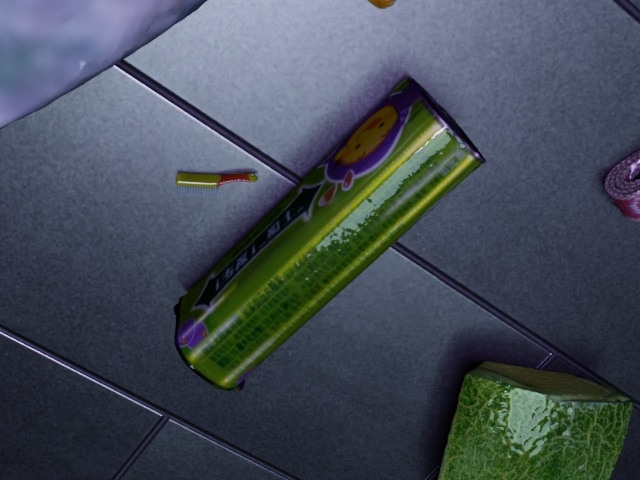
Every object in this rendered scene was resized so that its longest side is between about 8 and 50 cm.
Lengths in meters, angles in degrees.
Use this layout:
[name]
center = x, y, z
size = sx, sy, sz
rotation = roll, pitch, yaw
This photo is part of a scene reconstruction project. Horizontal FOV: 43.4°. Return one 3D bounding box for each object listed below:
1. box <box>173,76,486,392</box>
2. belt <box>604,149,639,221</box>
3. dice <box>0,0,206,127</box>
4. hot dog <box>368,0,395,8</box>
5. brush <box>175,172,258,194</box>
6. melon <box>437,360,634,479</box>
[box]
center = 0.000, 0.000, 0.798
size = 0.345, 0.134, 0.097
rotation = -43, 114, 15
[belt]
center = 0.399, -0.105, 0.816
size = 0.232, 0.071, 0.053
rotation = -34, 121, 16
[dice]
center = -0.257, -0.261, 0.530
size = 0.328, 0.348, 0.330
rotation = -26, 114, 10
[hot dog]
center = 0.073, -0.253, 0.732
size = 0.030, 0.034, 0.090
rotation = 26, 113, -15
[brush]
center = -0.105, -0.059, 0.823
size = 0.083, 0.018, 0.021
rotation = -2, 126, -3
[melon]
center = 0.224, 0.295, 0.968
size = 0.196, 0.124, 0.323
rotation = 13, 113, -2
